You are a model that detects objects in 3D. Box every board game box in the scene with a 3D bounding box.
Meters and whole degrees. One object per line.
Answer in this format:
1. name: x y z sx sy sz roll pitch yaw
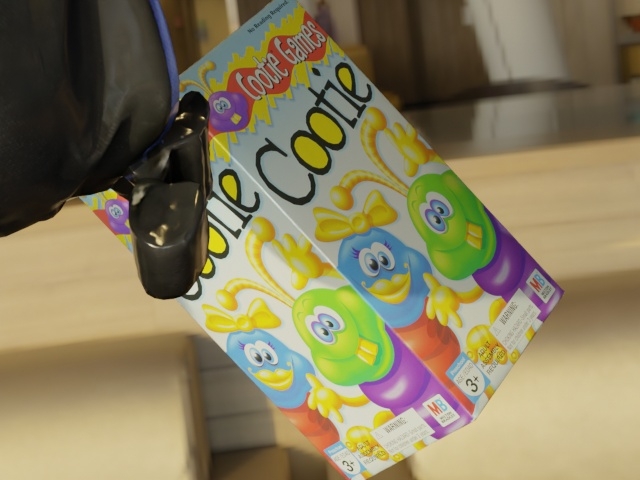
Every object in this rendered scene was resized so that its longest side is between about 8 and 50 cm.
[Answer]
1. board game box: 0.000 0.000 0.948 0.142 0.275 0.144 -39 6 48

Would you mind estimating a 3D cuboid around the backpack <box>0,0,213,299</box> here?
1. backpack: -0.189 -0.091 0.362 0.213 0.276 0.263 -21 10 -37
